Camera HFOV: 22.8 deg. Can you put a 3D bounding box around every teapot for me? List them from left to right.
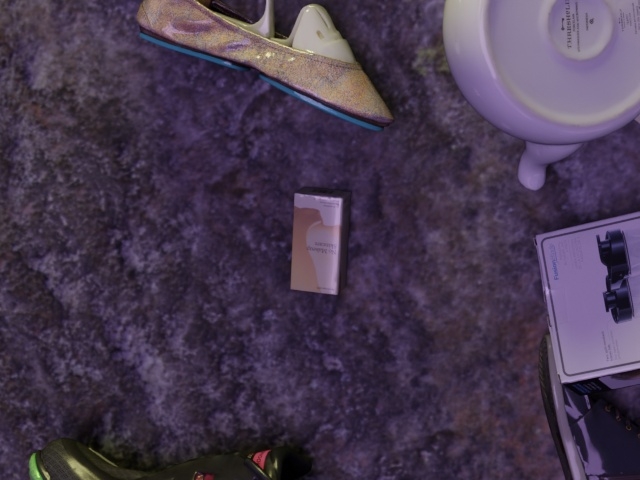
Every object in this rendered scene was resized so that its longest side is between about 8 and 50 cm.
[{"bbox_3d":[0.225,-0.220,1.616,0.252,0.187,0.256,38,84,-15],"label":"teapot"}]

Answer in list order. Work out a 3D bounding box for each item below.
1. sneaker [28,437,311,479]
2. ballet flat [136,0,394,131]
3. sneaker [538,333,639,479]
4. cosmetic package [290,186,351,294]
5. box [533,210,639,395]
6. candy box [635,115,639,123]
[{"bbox_3d":[-0.110,0.323,1.866,0.483,0.185,0.202,19,90,8],"label":"sneaker"},{"bbox_3d":[-0.053,-0.221,1.733,0.316,0.107,0.106,23,101,8],"label":"ballet flat"},{"bbox_3d":[0.317,0.200,1.752,0.118,0.083,0.222,-15,90,-2],"label":"sneaker"},{"bbox_3d":[0.000,0.000,1.802,0.060,0.041,0.115,5,104,15],"label":"cosmetic package"},{"bbox_3d":[0.381,0.049,1.646,0.290,0.087,0.169,-14,71,18],"label":"box"},{"bbox_3d":[0.404,-0.163,1.602,0.105,0.027,0.206,36,140,3],"label":"candy box"}]
